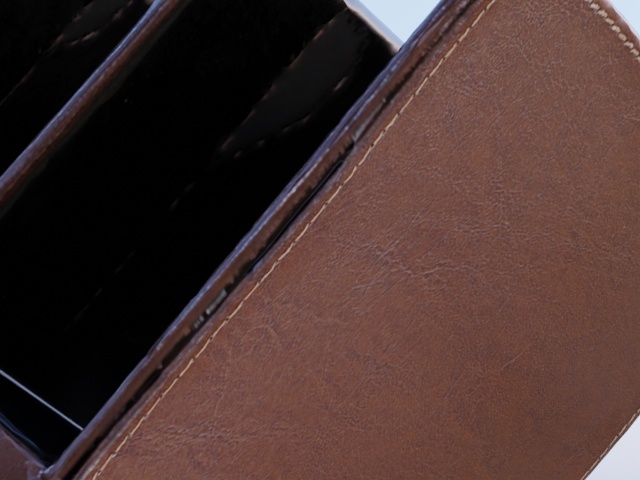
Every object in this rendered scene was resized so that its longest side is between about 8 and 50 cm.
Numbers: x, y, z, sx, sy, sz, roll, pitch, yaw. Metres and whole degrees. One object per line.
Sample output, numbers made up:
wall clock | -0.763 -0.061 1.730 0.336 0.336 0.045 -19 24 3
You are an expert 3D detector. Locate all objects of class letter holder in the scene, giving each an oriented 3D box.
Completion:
letter holder | 0.000 0.000 0.656 0.214 0.152 0.302 -48 -29 0
